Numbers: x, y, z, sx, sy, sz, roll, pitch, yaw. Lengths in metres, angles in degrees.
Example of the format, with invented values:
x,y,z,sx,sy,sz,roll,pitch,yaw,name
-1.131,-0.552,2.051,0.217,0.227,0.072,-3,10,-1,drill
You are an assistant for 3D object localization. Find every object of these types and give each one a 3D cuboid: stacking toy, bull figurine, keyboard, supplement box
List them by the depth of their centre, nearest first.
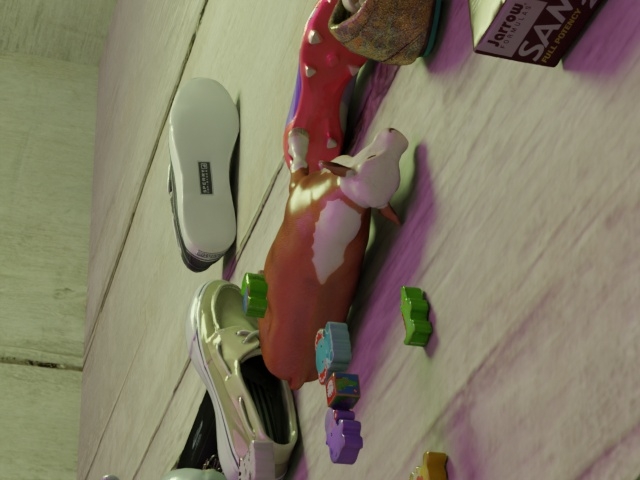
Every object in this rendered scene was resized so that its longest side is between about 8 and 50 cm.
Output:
x,y,z,sx,sy,sz,roll,pitch,yaw,name
0.159,-0.265,1.045,0.130,0.073,0.239,120,154,-53,supplement box
0.015,0.128,1.169,0.052,0.167,0.221,119,154,-50,stacking toy
0.000,0.000,1.410,0.188,0.101,0.310,-101,27,-58,bull figurine
-0.160,0.303,1.921,0.201,0.033,0.317,-89,16,-46,keyboard

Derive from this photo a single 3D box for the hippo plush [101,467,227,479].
x,y,z,sx,sy,sz,roll,pitch,yaw,name
-0.169,0.381,1.548,0.236,0.294,0.234,-107,-8,-77,hippo plush

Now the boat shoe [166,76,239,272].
x,y,z,sx,sy,sz,roll,pitch,yaw,name
-0.180,-0.098,2.076,0.102,0.108,0.301,129,139,-57,boat shoe

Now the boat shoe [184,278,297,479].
x,y,z,sx,sy,sz,roll,pitch,yaw,name
-0.081,0.154,1.636,0.094,0.109,0.302,-53,41,35,boat shoe

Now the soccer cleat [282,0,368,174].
x,y,z,sx,sy,sz,roll,pitch,yaw,name
0.008,-0.185,1.516,0.095,0.083,0.248,-102,23,-61,soccer cleat

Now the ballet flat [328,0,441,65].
x,y,z,sx,sy,sz,roll,pitch,yaw,name
0.078,-0.339,1.289,0.123,0.123,0.348,-141,61,-71,ballet flat
